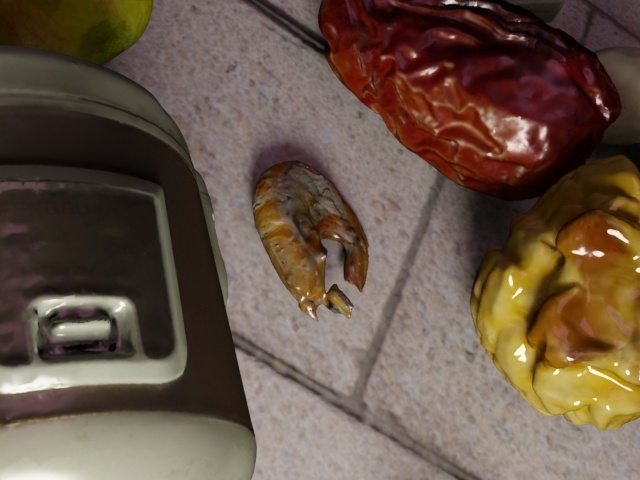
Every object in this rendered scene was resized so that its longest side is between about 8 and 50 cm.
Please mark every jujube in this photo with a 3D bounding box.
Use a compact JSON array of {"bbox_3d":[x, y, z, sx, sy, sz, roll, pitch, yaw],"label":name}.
[{"bbox_3d":[0.152,-0.183,1.044,0.342,0.216,0.216,34,51,2],"label":"jujube"}]

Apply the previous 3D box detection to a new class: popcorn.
[{"bbox_3d":[0.287,0.040,0.955,0.225,0.264,0.332,27,22,21],"label":"popcorn"}]

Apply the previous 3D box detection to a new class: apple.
[{"bbox_3d":[-0.244,-0.237,0.853,0.196,0.196,0.195,14,57,-22],"label":"apple"}]

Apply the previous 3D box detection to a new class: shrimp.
[{"bbox_3d":[0.001,-0.002,0.936,0.133,0.051,0.187,2,59,-28],"label":"shrimp"}]

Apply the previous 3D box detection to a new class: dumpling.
[{"bbox_3d":[0.409,-0.189,1.223,0.167,0.216,0.126,-10,98,-40],"label":"dumpling"}]

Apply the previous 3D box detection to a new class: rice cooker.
[{"bbox_3d":[-0.213,0.053,0.616,0.335,0.335,0.325,-1,63,-30],"label":"rice cooker"}]

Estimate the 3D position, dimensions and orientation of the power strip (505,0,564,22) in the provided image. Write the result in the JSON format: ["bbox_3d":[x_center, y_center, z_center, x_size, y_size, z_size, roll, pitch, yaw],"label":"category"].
[{"bbox_3d":[0.180,-0.312,1.178,0.272,0.052,0.078,-5,62,-13],"label":"power strip"}]
